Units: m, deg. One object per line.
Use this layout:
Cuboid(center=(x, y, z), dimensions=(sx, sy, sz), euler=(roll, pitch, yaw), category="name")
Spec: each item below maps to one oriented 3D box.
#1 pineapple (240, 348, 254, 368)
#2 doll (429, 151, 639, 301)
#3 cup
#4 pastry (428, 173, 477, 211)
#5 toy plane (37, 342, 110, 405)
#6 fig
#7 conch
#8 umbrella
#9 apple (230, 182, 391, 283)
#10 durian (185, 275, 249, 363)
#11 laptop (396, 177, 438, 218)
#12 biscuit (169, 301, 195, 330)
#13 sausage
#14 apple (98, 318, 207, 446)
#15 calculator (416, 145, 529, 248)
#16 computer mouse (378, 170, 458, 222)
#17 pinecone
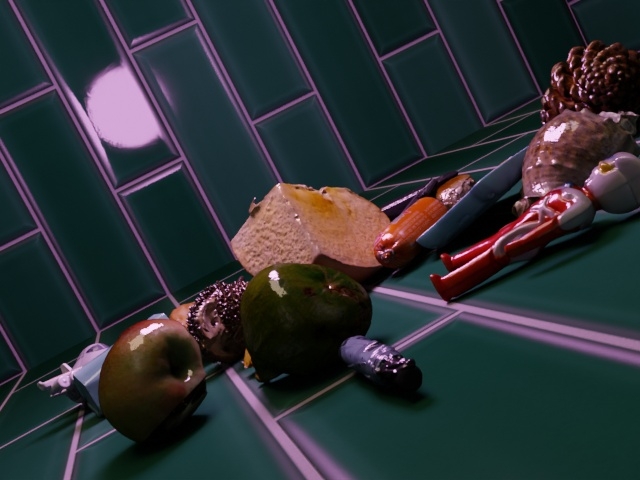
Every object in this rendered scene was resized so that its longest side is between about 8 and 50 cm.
Cuboid(center=(-0.095, 0.189, 1.457), dimensions=(0.114, 0.077, 0.114), euler=(-23, 9, 1), category="pineapple")
Cuboid(center=(0.355, -0.026, 1.311), dimensions=(0.384, 0.099, 0.188), euler=(-28, 6, 18), category="doll")
Cuboid(center=(-0.421, 0.276, 1.838), dimensions=(0.236, 0.134, 0.148), euler=(-32, 5, -27), category="cup")
Cuboid(center=(0.320, -0.103, 2.042), dimensions=(0.153, 0.081, 0.153), euler=(-27, 12, 6), category="pastry")
Cuboid(center=(-0.545, 0.316, 1.970), dimensions=(0.252, 0.118, 0.252), euler=(-22, -10, -4), category="toy plane")
Cuboid(center=(-0.043, 0.157, 1.320), dimensions=(0.235, 0.203, 0.203), euler=(-67, -9, 21), category="fig")
Cuboid(center=(0.470, -0.163, 1.587), dimensions=(0.291, 0.159, 0.210), euler=(-29, 8, -1), category="conch")
Cuboid(center=(0.077, 0.164, 1.091), dimensions=(0.052, 0.053, 0.250), euler=(-36, 10, -11), category="umbrella")
Cuboid(center=(0.000, 0.000, 1.810), dimensions=(0.314, 0.252, 0.309), euler=(3, -5, 42), category="apple")
Cuboid(center=(-0.179, 0.148, 1.669), dimensions=(0.196, 0.167, 0.196), euler=(-15, 43, 15), category="durian")
Cuboid(center=(0.208, -0.061, 2.051), dimensions=(0.207, 0.026, 0.154), euler=(-52, -3, 24), category="laptop")
Cuboid(center=(-0.221, 0.178, 1.874), dimensions=(0.203, 0.041, 0.260), euler=(9, 13, 20), category="biscuit")
Cuboid(center=(0.189, -0.012, 1.784), dimensions=(0.093, 0.093, 0.312), euler=(-23, 6, 31), category="sausage")
Cuboid(center=(-0.286, 0.237, 1.390), dimensions=(0.174, 0.207, 0.188), euler=(16, -31, -33), category="apple")
Cuboid(center=(0.351, -0.102, 1.756), dimensions=(0.256, 0.054, 0.386), euler=(-46, -6, 35), category="calculator")
Cuboid(center=(0.253, -0.093, 2.182), dimensions=(0.264, 0.088, 0.147), euler=(-23, 2, 16), category="computer mouse")
Cuboid(center=(0.638, -0.327, 1.942), dimensions=(0.244, 0.244, 0.309), euler=(-29, -5, -14), category="pinecone")
